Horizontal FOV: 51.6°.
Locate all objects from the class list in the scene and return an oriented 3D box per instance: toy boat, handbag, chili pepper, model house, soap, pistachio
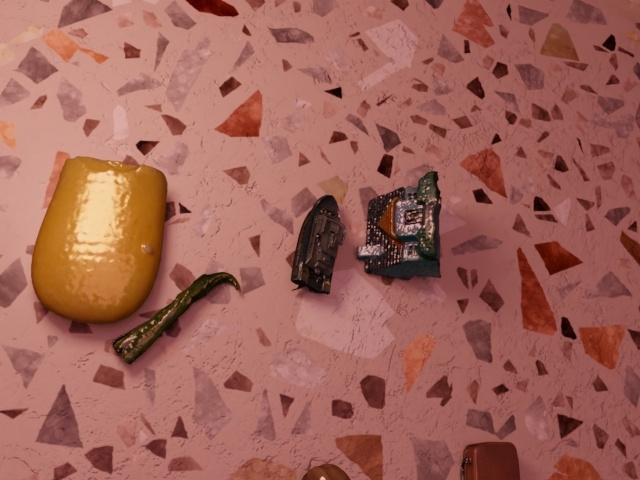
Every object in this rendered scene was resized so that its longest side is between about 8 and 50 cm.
[{"bbox_3d":[0.002,0.001,1.823,0.114,0.122,0.296,28,61,-31],"label":"toy boat"},{"bbox_3d":[0.447,0.630,1.739,0.151,0.072,0.194,3,72,-14],"label":"handbag"},{"bbox_3d":[-0.364,0.183,1.693,0.359,0.076,0.085,-35,57,-23],"label":"chili pepper"},{"bbox_3d":[0.221,-0.045,1.865,0.240,0.226,0.262,-2,66,16],"label":"model house"},{"bbox_3d":[-0.555,0.002,1.681,0.305,0.115,0.428,13,69,-14],"label":"soap"},{"bbox_3d":[0.033,0.646,1.590,0.137,0.153,0.238,-21,107,-11],"label":"pistachio"}]
